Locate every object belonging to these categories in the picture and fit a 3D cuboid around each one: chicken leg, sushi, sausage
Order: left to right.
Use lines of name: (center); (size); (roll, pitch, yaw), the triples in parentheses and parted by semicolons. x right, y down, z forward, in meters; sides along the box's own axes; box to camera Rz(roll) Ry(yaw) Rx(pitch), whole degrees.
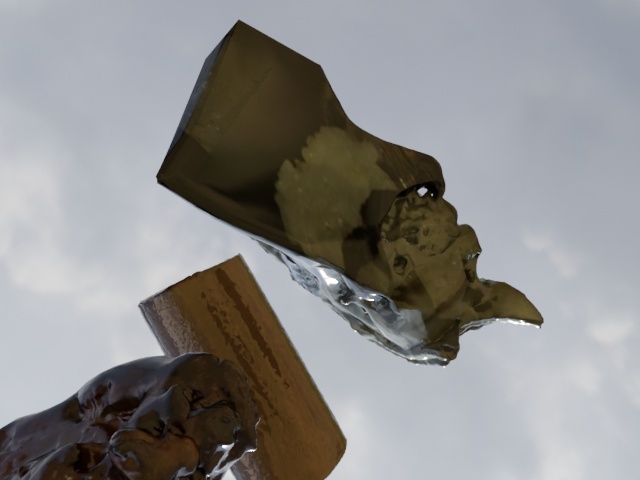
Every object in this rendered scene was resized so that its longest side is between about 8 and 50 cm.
chicken leg: (-0.203, 0.188, 1.026); (0.096, 0.407, 0.158); (55, -170, -16)
sausage: (-0.072, 0.144, 1.794); (0.123, 0.123, 0.253); (-23, -98, -56)
sushi: (0.017, -0.008, 1.187); (0.273, 0.109, 0.134); (32, -116, -5)
